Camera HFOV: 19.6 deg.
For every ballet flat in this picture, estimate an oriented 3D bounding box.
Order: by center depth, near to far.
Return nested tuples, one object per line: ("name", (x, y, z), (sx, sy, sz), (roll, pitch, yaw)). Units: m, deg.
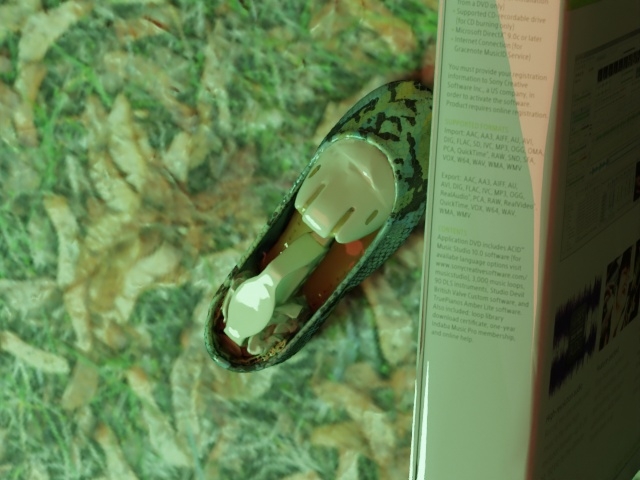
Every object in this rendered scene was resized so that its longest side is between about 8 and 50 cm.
("ballet flat", (0.000, 0.000, 0.954), (0.070, 0.070, 0.188), (39, 116, 12))

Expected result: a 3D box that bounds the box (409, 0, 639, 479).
("box", (0.109, -0.027, 0.800), (0.058, 0.232, 0.322), (10, 106, 22))
